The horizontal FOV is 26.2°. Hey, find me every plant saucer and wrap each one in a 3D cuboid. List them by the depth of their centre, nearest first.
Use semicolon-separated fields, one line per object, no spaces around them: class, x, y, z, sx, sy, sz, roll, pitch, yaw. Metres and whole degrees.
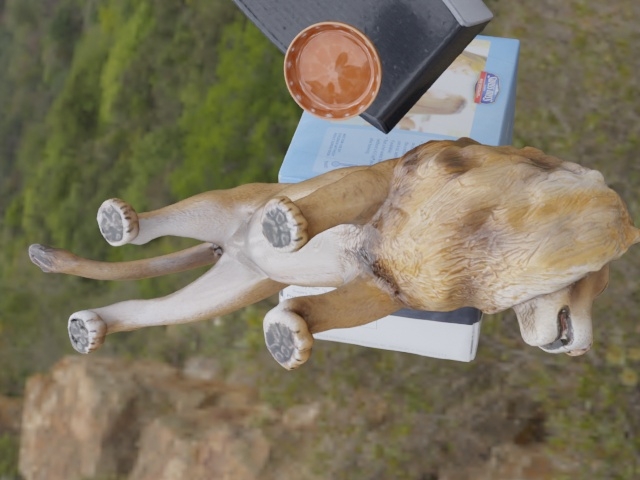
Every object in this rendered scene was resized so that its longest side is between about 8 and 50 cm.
plant saucer;0.011;-0.141;1.138;0.083;0.083;0.013;-69;-9;25

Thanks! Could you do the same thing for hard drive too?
hard drive;0.015;-0.236;1.280;0.172;0.255;0.054;-47;-3;20

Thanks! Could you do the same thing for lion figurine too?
lion figurine;0.000;0.000;0.930;0.392;0.240;0.142;9;111;44

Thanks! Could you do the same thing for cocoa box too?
cocoa box;0.097;-0.069;1.591;0.347;0.231;0.228;-71;-15;-50
